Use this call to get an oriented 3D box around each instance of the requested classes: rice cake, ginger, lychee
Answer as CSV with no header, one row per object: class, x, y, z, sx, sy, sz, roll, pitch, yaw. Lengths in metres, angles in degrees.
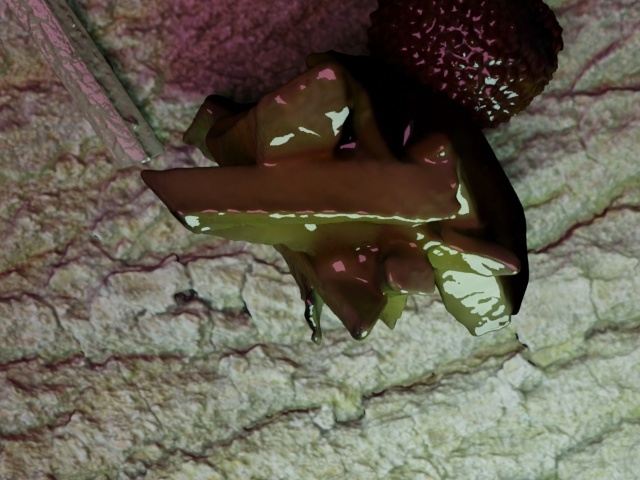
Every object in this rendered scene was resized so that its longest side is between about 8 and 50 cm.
rice cake,-0.247,-0.181,1.422,0.052,0.057,0.256,-31,113,4
ginger,0.000,0.000,1.333,0.358,0.211,0.413,1,142,43
lychee,0.129,-0.185,1.302,0.188,0.188,0.188,3,120,6
